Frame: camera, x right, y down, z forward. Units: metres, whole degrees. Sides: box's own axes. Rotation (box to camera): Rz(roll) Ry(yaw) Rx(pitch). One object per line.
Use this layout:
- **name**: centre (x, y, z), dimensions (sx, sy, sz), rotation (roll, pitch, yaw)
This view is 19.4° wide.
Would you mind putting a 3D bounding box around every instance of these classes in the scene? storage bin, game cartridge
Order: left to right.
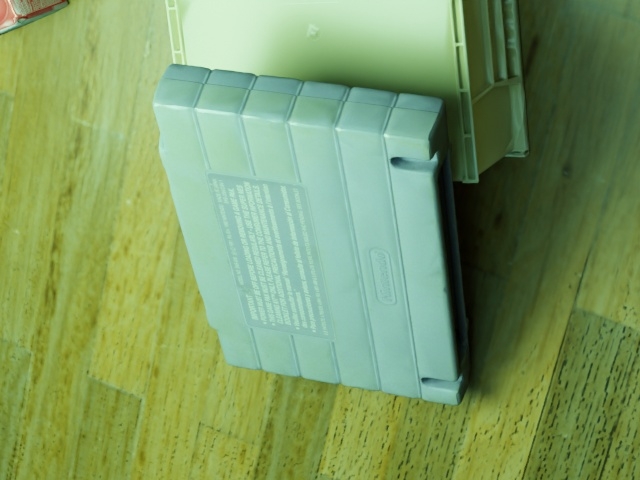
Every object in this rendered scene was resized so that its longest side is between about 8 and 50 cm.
- **game cartridge**: centre (0.000, 0.000, 1.521), dimensions (0.230, 0.068, 0.355), rotation (13, 145, 17)
- **storage bin**: centre (0.017, -0.180, 1.522), dimensions (0.262, 0.123, 0.260), rotation (2, 108, 25)

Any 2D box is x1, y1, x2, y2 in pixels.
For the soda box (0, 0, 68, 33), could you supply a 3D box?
- **soda box**: centre (-0.328, -0.308, 1.662), dimensions (0.092, 0.083, 0.263), rotation (-17, 99, 29)
